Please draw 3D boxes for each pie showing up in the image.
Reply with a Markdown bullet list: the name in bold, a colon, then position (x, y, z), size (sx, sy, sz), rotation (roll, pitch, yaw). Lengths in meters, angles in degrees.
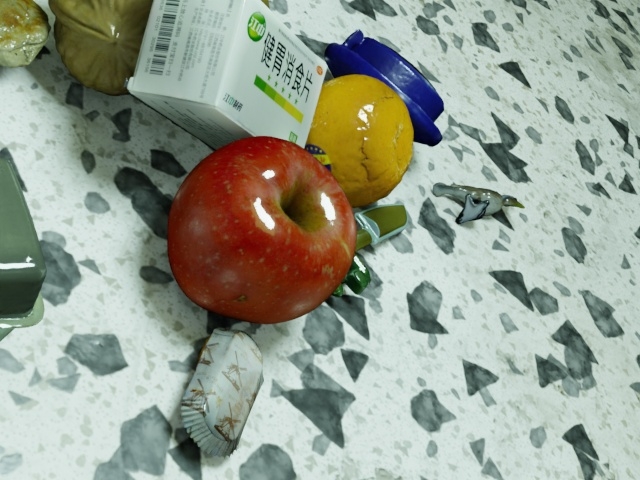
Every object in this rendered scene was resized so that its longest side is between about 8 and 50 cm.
- **pie**: position (-0.462, -0.313, 1.529), size (0.163, 0.079, 0.193), rotation (0, 49, -28)

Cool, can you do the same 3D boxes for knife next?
- **knife**: position (0.081, -0.023, 1.773), size (0.061, 0.027, 0.343), rotation (55, 26, 6)

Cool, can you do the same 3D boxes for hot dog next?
- **hot dog**: position (-0.126, 0.191, 1.414), size (0.108, 0.059, 0.191), rotation (47, 32, -20)

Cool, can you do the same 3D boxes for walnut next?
- **walnut**: position (-0.286, -0.318, 1.589), size (0.228, 0.228, 0.228), rotation (25, 42, -25)

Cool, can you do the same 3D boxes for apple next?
- **apple**: position (-0.085, -0.006, 1.497), size (0.260, 0.216, 0.260), rotation (23, 51, -31)

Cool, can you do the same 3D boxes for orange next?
- **orange**: position (0.050, -0.160, 1.774), size (0.219, 0.193, 0.219), rotation (-11, 106, -42)

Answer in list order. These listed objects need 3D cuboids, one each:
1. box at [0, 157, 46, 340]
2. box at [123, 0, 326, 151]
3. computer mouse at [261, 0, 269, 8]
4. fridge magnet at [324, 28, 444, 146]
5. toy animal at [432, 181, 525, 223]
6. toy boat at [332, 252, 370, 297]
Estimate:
- **box**: position (-0.455, 0.011, 1.185), size (0.290, 0.166, 0.220), rotation (1, 55, -44)
- **box**: position (-0.127, -0.234, 1.566), size (0.333, 0.145, 0.173), rotation (31, 71, -66)
- **computer mouse**: position (-0.153, -0.469, 1.997), size (0.102, 0.045, 0.199), rotation (5, 53, -37)
- **fridge magnet**: position (0.119, -0.266, 1.945), size (0.265, 0.112, 0.265), rotation (41, 1, -1)
- **toy animal**: position (0.307, -0.076, 2.051), size (0.202, 0.070, 0.105), rotation (-5, 41, -40)
- **toy boat**: position (0.000, 0.000, 1.707), size (0.104, 0.052, 0.210), rotation (-20, 72, -47)
